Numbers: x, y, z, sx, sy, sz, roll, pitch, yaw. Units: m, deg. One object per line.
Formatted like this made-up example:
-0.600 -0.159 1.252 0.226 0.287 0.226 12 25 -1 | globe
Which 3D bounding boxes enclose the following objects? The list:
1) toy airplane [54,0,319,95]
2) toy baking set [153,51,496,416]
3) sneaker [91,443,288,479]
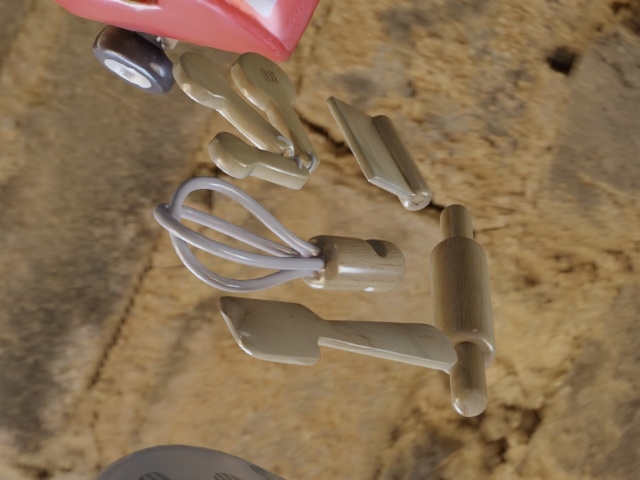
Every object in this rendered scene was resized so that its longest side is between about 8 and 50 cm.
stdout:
-0.219 -0.255 1.112 0.385 0.272 0.386 -16 -98 -8 | toy airplane
0.006 0.003 0.869 0.197 0.256 0.030 30 -60 -22 | toy baking set
0.097 0.098 0.443 0.447 0.169 0.257 30 -65 42 | sneaker
